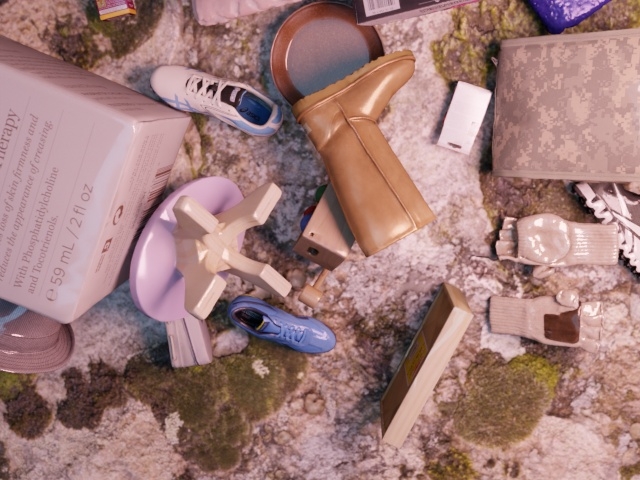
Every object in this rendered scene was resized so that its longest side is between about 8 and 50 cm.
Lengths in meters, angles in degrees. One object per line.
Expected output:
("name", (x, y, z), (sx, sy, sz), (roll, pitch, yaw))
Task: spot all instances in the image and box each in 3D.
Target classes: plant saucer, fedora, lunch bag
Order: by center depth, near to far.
("lunch bag", (0.418, -0.212, 1.227), (0.286, 0.169, 0.235), (6, 99, 31))
("fedora", (-0.524, 0.092, 1.299), (0.275, 0.243, 0.124), (43, 110, 39))
("plant saucer", (0.013, -0.306, 1.302), (0.198, 0.036, 0.199), (1, 101, 3))

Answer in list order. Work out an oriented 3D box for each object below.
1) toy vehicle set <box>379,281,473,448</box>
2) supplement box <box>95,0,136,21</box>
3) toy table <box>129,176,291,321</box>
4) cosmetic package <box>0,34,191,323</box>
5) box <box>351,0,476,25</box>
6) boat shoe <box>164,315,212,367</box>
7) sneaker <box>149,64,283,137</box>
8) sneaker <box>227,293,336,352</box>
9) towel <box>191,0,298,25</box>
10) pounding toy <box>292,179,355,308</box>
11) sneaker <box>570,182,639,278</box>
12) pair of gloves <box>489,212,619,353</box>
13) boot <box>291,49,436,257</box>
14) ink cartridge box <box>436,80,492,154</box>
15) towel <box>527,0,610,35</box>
("toy vehicle set", (0.180, 0.214, 1.336), (0.035, 0.166, 0.267), (26, 102, -2))
("supplement box", (-0.355, -0.422, 1.294), (0.054, 0.043, 0.083), (-12, 102, 6))
("toy table", (-0.179, 0.015, 1.259), (0.252, 0.160, 0.274), (31, 72, -38))
("cosmetic package", (-0.473, -0.121, 1.219), (0.393, 0.327, 0.330), (22, 102, -1))
("box", (0.176, -0.439, 1.181), (0.247, 0.142, 0.163), (-7, 103, 25))
("boat shoe", (-0.269, 0.107, 1.379), (0.088, 0.096, 0.268), (-13, 109, 1))
("sneaker", (-0.174, -0.248, 1.291), (0.237, 0.086, 0.085), (20, 69, -6))
("sneaker", (-0.071, 0.163, 1.383), (0.209, 0.082, 0.069), (23, 100, -3))
("towel", (-0.065, -0.520, 1.167), (0.331, 0.053, 0.317), (-7, 88, 26))
("pounding toy", (-0.004, 0.007, 1.307), (0.094, 0.181, 0.206), (28, 74, -3))
("sneaker", (0.542, -0.028, 1.311), (0.106, 0.078, 0.234), (-36, 96, 12))
("pair of gloves", (0.401, 0.072, 1.322), (0.204, 0.042, 0.240), (10, 107, 21))
("boot", (0.108, -0.142, 1.225), (0.236, 0.089, 0.270), (-29, 85, -5))
("ink cartridge box", (0.247, -0.212, 1.313), (0.062, 0.029, 0.115), (18, 103, -1))
("towel", (0.390, -0.517, 1.223), (0.227, 0.076, 0.308), (-33, 97, 12))
